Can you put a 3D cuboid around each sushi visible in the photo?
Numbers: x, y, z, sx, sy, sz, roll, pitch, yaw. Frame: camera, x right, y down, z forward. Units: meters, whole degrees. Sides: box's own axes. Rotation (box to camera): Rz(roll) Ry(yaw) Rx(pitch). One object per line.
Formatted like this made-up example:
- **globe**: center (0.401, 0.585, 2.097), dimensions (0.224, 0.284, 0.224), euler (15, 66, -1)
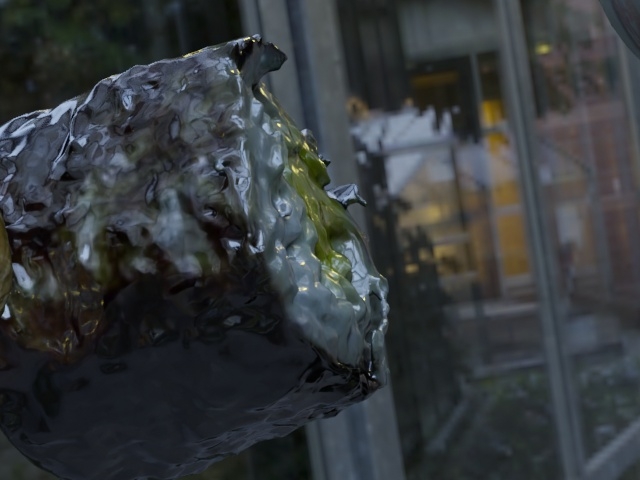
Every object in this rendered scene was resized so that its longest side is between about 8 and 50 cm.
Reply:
- **sushi**: center (-0.118, 0.030, 1.246), dimensions (0.294, 0.299, 0.281), euler (-21, -13, 12)

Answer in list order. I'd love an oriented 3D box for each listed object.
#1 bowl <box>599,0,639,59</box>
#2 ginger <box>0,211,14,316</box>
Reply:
- **bowl**: center (0.408, -0.251, 1.481), dimensions (0.345, 0.345, 0.157), euler (-8, 26, 18)
- **ginger**: center (-0.260, -0.031, 1.009), dimensions (0.081, 0.148, 0.334), euler (-42, 47, -5)
